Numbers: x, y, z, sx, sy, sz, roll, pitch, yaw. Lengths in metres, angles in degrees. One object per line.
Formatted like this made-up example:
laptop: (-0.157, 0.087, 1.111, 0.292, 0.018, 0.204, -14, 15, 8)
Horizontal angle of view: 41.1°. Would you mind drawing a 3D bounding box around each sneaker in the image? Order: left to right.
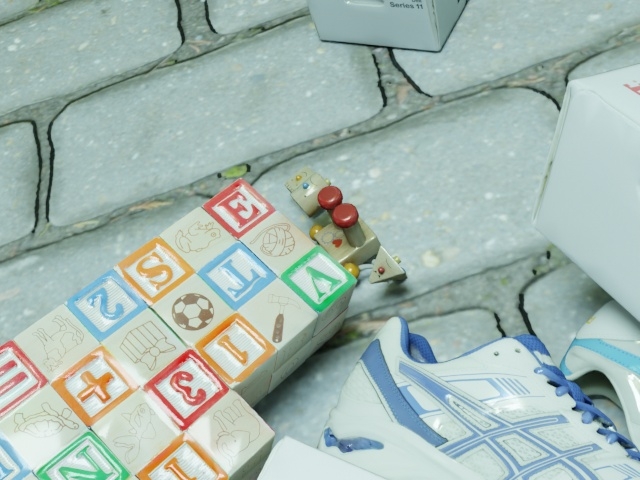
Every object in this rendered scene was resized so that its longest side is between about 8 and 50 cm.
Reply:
sneaker: (0.132, 0.120, 0.512, 0.297, 0.112, 0.130, 11, 71, 35)
sneaker: (0.253, 0.124, 0.531, 0.092, 0.087, 0.229, -45, 48, 0)

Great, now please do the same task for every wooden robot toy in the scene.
wooden robot toy: (0.000, 0.000, 0.724, 0.079, 0.076, 0.173, -40, 49, -1)

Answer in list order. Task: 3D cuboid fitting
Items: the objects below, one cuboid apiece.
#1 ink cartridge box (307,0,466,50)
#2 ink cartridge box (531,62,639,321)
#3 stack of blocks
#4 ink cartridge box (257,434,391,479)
ink cartridge box: (0.093, -0.309, 0.932, 0.153, 0.086, 0.208, 13, 56, 27)
ink cartridge box: (0.315, -0.033, 0.542, 0.289, 0.121, 0.211, -16, 44, -24)
stack of blocks: (-0.109, 0.106, 0.610, 0.171, 0.087, 0.297, 42, 61, 16)
ink cartridge box: (0.069, 0.210, 0.462, 0.220, 0.160, 0.092, 15, 60, 30)
